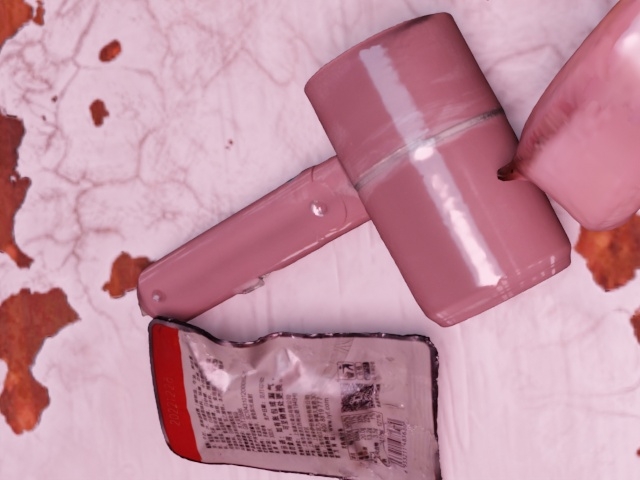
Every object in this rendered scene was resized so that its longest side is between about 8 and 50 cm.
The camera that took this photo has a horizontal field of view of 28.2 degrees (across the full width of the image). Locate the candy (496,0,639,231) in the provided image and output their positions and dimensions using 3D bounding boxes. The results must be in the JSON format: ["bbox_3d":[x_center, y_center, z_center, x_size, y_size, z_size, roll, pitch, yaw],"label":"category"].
[{"bbox_3d":[0.232,-0.110,0.845,0.094,0.255,0.255,43,103,9],"label":"candy"}]

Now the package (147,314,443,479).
[{"bbox_3d":[-0.021,0.133,1.008,0.239,0.030,0.154,4,121,15],"label":"package"}]

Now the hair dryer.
[{"bbox_3d":[0.000,0.000,0.997,0.352,0.125,0.210,-29,86,25],"label":"hair dryer"}]
